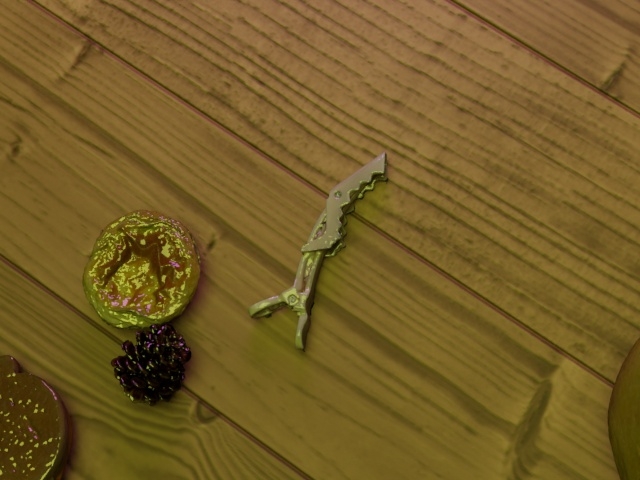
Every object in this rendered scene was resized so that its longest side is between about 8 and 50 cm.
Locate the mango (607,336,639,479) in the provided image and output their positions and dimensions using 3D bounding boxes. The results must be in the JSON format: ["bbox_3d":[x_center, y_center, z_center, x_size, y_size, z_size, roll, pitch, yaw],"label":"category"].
[{"bbox_3d":[0.382,0.222,1.555,0.195,0.142,0.331,-17,81,9],"label":"mango"}]

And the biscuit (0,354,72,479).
[{"bbox_3d":[-0.337,0.201,1.718,0.170,0.050,0.170,-4,67,9],"label":"biscuit"}]

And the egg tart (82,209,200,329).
[{"bbox_3d":[-0.184,0.032,1.735,0.130,0.052,0.130,-2,77,9],"label":"egg tart"}]

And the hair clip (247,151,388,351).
[{"bbox_3d":[0.000,0.000,1.723,0.072,0.034,0.226,23,80,15],"label":"hair clip"}]

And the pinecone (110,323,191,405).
[{"bbox_3d":[-0.171,0.123,1.696,0.077,0.083,0.077,15,42,-14],"label":"pinecone"}]
